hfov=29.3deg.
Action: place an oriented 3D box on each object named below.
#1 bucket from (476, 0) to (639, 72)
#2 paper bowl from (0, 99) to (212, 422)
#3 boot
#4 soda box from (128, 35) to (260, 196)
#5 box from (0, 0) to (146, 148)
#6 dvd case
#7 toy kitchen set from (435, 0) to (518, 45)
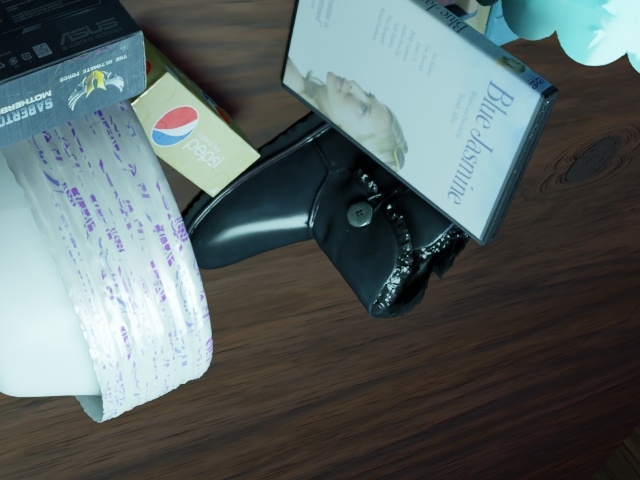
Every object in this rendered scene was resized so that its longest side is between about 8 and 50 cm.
[{"bbox_3d":[0.271,-0.284,1.021,0.281,0.281,0.183,-20,139,-30],"label":"bucket"},{"bbox_3d":[-0.201,-0.003,0.873,0.148,0.284,0.284,-25,149,-20],"label":"paper bowl"},{"bbox_3d":[0.000,0.000,1.191,0.246,0.207,0.094,-38,152,2],"label":"boot"},{"bbox_3d":[-0.124,-0.104,1.052,0.061,0.058,0.181,-40,151,5],"label":"soda box"},{"bbox_3d":[-0.250,-0.126,0.743,0.233,0.183,0.059,-25,150,-23],"label":"box"},{"bbox_3d":[0.072,-0.129,1.037,0.022,0.253,0.180,-35,155,-34],"label":"dvd case"},{"bbox_3d":[0.148,-0.177,1.138,0.207,0.166,0.122,-24,148,-24],"label":"toy kitchen set"}]
